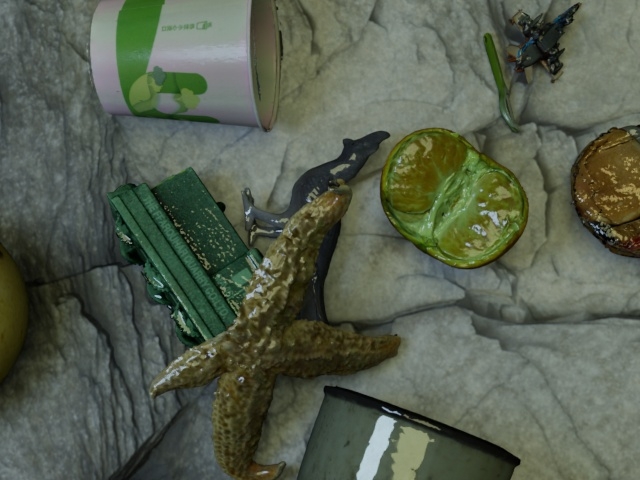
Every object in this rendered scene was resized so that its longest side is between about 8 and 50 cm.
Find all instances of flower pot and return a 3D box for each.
[{"bbox_3d":[0.091,0.402,1.472,0.294,0.293,0.330,19,82,5],"label":"flower pot"}]

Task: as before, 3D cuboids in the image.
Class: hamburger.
[{"bbox_3d":[0.501,-0.075,1.675,0.231,0.107,0.231,-1,74,5],"label":"hamburger"}]

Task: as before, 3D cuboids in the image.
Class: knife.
[{"bbox_3d":[0.300,-0.264,1.767,0.026,0.022,0.184,-5,74,-28],"label":"knife"}]

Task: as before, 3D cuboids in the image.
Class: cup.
[{"bbox_3d":[-0.208,-0.298,1.679,0.274,0.253,0.253,1,75,8],"label":"cup"}]

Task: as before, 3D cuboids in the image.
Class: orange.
[{"bbox_3d":[0.202,-0.060,1.645,0.237,0.158,0.179,35,85,6],"label":"orange"}]

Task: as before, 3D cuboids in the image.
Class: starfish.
[{"bbox_3d":[-0.035,0.154,1.554,0.432,0.082,0.324,-47,119,-4],"label":"starfish"}]

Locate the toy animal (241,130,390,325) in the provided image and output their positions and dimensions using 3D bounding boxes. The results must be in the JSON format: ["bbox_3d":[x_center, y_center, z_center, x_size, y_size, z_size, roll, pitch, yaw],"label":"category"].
[{"bbox_3d":[-0.030,-0.024,1.679,0.206,0.081,0.367,13,80,6],"label":"toy animal"}]

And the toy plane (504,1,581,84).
[{"bbox_3d":[0.385,-0.345,1.766,0.188,0.062,0.135,-40,107,-12],"label":"toy plane"}]

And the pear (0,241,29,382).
[{"bbox_3d":[-0.605,0.105,1.537,0.348,0.348,0.348,0,76,1],"label":"pear"}]

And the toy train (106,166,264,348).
[{"bbox_3d":[-0.193,0.032,1.645,0.178,0.138,0.330,-32,77,-14],"label":"toy train"}]
